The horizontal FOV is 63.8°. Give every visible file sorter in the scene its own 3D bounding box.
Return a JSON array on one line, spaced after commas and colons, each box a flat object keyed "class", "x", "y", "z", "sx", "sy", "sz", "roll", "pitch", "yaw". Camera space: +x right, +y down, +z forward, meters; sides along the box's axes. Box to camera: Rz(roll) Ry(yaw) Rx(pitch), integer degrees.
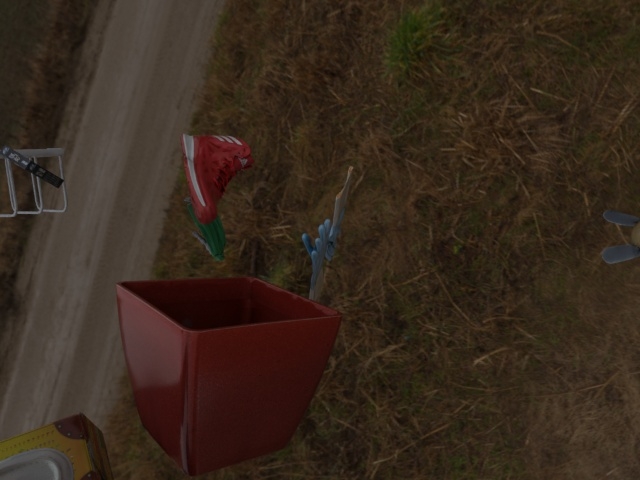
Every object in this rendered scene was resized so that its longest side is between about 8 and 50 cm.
[{"class": "file sorter", "x": -0.829, "y": -0.145, "z": 1.319, "sx": 0.193, "sy": 0.278, "sz": 0.173, "roll": 4, "pitch": 101, "yaw": 37}]

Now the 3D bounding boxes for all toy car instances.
[{"class": "toy car", "x": 0.571, "y": 0.008, "z": 0.856, "sx": 0.188, "sy": 0.149, "sz": 0.155, "roll": 8, "pitch": 62, "yaw": 15}]

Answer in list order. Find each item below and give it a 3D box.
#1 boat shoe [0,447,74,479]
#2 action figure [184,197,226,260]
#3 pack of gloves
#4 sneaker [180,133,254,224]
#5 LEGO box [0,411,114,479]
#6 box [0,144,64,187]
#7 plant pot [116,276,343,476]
[{"class": "boat shoe", "x": -0.418, "y": 0.339, "z": 0.578, "sx": 0.136, "sy": 0.367, "sz": 0.156, "roll": 44, "pitch": 115, "yaw": 9}, {"class": "action figure", "x": -0.338, "y": -0.035, "z": 1.553, "sx": 0.063, "sy": 0.137, "sz": 0.232, "roll": -3, "pitch": 119, "yaw": 24}, {"class": "pack of gloves", "x": 0.000, "y": 0.000, "z": 0.965, "sx": 0.046, "sy": 0.232, "sz": 0.195, "roll": 17, "pitch": 55, "yaw": 7}, {"class": "sneaker", "x": -0.175, "y": -0.125, "z": 0.918, "sx": 0.087, "sy": 0.128, "sz": 0.221, "roll": 96, "pitch": 159, "yaw": -51}, {"class": "LEGO box", "x": -0.743, "y": 0.588, "z": 1.138, "sx": 0.193, "sy": 0.500, "sz": 0.372, "roll": 66, "pitch": 156, "yaw": 19}, {"class": "box", "x": -0.492, "y": -0.125, "z": 0.877, "sx": 0.067, "sy": 0.083, "sz": 0.018, "roll": 28, "pitch": 81, "yaw": 19}, {"class": "plant pot", "x": -0.157, "y": 0.204, "z": 0.820, "sx": 0.267, "sy": 0.267, "sz": 0.235, "roll": 14, "pitch": 100, "yaw": 48}]
